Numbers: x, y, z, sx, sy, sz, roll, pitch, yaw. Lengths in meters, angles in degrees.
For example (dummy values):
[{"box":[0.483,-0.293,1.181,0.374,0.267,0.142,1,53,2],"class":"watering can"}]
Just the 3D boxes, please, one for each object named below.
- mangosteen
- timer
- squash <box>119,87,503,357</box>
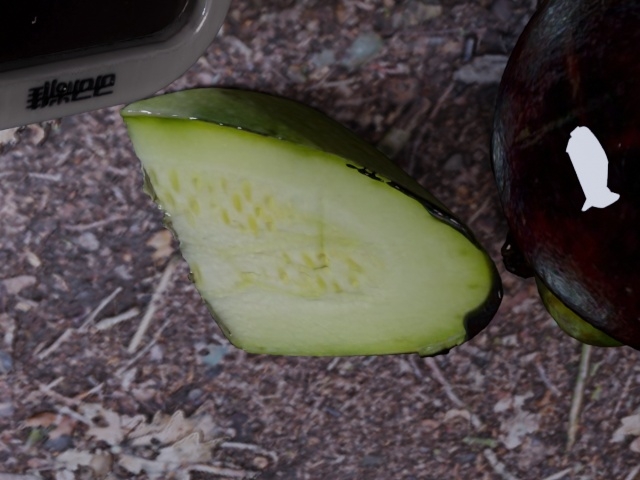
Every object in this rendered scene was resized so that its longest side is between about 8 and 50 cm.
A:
[{"box":[0.262,-0.050,1.177,0.330,0.330,0.330,-7,125,-10],"class":"mangosteen"},{"box":[-0.160,-0.187,1.049,0.262,0.087,0.237,-17,134,-39],"class":"timer"},{"box":[0.000,0.000,1.231,0.204,0.155,0.237,-24,127,0],"class":"squash"}]
